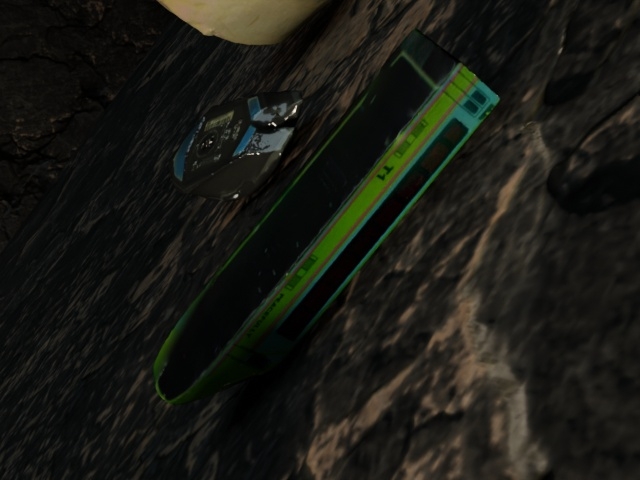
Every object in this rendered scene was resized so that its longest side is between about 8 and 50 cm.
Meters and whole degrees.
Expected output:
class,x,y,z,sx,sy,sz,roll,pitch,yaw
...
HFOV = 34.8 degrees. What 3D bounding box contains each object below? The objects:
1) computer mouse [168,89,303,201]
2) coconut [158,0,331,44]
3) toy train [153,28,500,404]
class,x,y,z,sx,sy,sz,roll,pitch,yaw
computer mouse,-0.055,-0.065,0.741,0.135,0.047,0.079,-19,49,42
coconut,-0.057,-0.309,0.909,0.259,0.259,0.259,-46,19,21
toy train,0.000,0.000,0.485,0.209,0.042,0.044,-51,39,10
